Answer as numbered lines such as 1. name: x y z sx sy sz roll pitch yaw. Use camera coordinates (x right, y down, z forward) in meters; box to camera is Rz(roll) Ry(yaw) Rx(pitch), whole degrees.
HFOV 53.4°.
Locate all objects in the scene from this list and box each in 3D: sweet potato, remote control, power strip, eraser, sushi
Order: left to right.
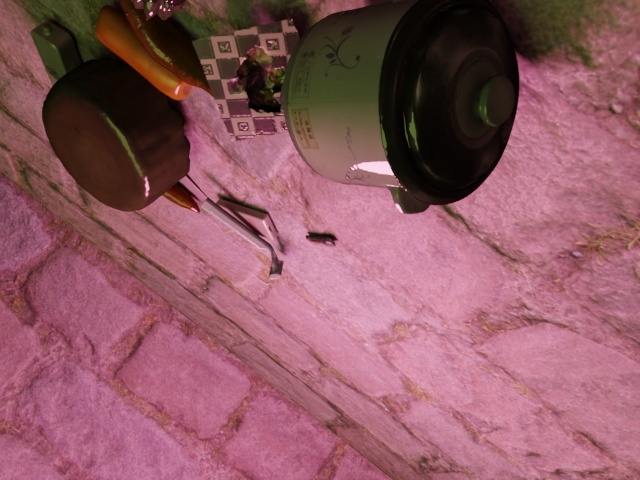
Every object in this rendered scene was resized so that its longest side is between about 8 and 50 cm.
1. power strip: -0.656 -0.419 1.656 0.091 0.062 0.385 33 155 10
2. sweet potato: -0.451 -0.161 1.827 0.265 0.057 0.057 37 154 -2
3. sweet potato: -0.279 -0.364 1.226 0.346 0.079 0.108 45 175 4
4. remote control: -0.202 -0.059 1.707 0.190 0.029 0.087 18 148 34
5. sushi: -0.098 -0.278 1.096 0.193 0.040 0.210 -7 135 15
6. eraser: 0.000 0.000 1.559 0.099 0.019 0.027 5 153 49

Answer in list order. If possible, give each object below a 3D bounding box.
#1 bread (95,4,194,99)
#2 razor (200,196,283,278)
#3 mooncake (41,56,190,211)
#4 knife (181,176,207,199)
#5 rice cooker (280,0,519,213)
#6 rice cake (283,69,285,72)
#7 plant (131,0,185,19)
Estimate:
1. bread: -0.367 -0.386 1.321 0.239 0.074 0.092 39 178 -1
2. razor: -0.200 -0.015 1.687 0.278 0.056 0.111 44 -167 -13
3. mooncake: -0.484 -0.256 1.534 0.357 0.194 0.356 23 137 23
4. knife: -0.396 -0.196 1.741 0.058 0.032 0.244 2 141 44
5. rice cooker: 0.114 -0.188 0.836 0.317 0.264 0.316 5 97 48
6. rice cake: -0.001 -0.279 1.084 0.207 0.036 0.047 23 141 28
7. plant: -0.250 -0.448 1.018 0.132 0.129 0.194 48 149 -15
